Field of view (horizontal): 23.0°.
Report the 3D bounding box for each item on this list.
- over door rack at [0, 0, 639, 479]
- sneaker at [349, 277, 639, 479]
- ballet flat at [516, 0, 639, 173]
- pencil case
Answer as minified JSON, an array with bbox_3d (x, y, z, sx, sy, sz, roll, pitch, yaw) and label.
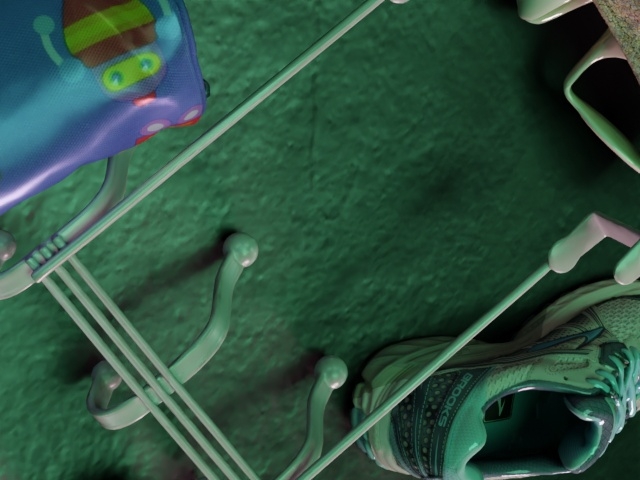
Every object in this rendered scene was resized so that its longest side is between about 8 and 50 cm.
[{"bbox_3d":[0.000,0.000,0.905,0.324,0.108,0.239,-34,121,2],"label":"over door rack"},{"bbox_3d":[0.167,0.109,1.046,0.283,0.122,0.110,-16,113,-27],"label":"sneaker"},{"bbox_3d":[0.187,-0.139,0.985,0.106,0.107,0.316,-26,103,22],"label":"ballet flat"},{"bbox_3d":[-0.201,-0.048,0.757,0.306,0.133,0.119,-30,113,-14],"label":"pencil case"}]
